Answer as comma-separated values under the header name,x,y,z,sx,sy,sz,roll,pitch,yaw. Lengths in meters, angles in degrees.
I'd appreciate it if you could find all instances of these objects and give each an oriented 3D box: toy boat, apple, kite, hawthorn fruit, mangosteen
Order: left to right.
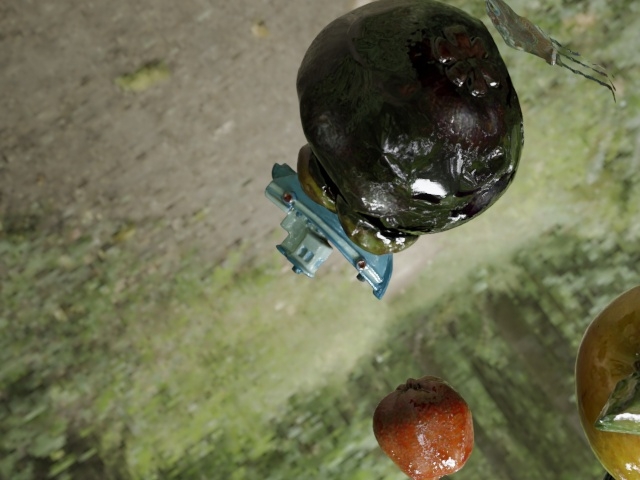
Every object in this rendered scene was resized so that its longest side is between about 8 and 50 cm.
name,x,y,z,sx,sy,sz,roll,pitch,yaw
toy boat,0.000,0.000,1.607,0.102,0.215,0.088,-51,178,5
mangosteen,0.088,-0.123,1.379,0.233,0.287,0.287,-25,170,-14
hawthorn fruit,0.145,0.254,1.688,0.133,0.137,0.133,-20,-174,2
kite,0.302,-0.247,1.639,0.016,0.229,0.127,-48,148,-3
apple,0.449,0.183,1.571,0.286,0.286,0.233,-39,129,23

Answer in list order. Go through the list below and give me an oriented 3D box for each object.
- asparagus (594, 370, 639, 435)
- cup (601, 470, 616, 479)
name,x,y,z,sx,sy,sz,roll,pitch,yaw
asparagus,0.391,0.172,1.284,0.343,0.085,0.082,8,140,-31
cup,0.651,0.432,2.072,0.256,0.311,0.331,-53,177,14
